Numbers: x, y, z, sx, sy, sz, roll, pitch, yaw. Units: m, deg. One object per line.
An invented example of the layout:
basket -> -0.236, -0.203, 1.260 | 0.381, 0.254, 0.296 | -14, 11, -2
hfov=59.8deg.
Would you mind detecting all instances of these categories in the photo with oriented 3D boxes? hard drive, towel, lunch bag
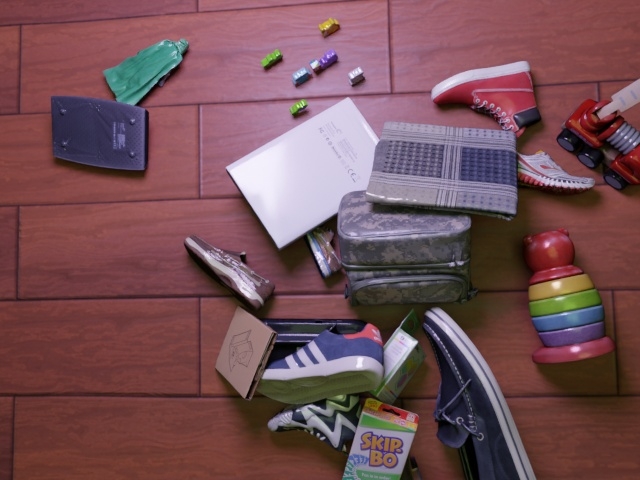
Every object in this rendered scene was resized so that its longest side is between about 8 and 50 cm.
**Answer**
hard drive -> -0.015, -0.164, 1.342 | 0.353, 0.047, 0.233 | -32, 83, -12
towel -> 0.273, -0.161, 1.249 | 0.324, 0.056, 0.312 | 8, 45, 11
hard drive -> -0.557, -0.276, 1.420 | 0.255, 0.054, 0.172 | 9, 108, 8
lunch bag -> 0.196, 0.034, 1.267 | 0.305, 0.212, 0.256 | -3, 125, 6

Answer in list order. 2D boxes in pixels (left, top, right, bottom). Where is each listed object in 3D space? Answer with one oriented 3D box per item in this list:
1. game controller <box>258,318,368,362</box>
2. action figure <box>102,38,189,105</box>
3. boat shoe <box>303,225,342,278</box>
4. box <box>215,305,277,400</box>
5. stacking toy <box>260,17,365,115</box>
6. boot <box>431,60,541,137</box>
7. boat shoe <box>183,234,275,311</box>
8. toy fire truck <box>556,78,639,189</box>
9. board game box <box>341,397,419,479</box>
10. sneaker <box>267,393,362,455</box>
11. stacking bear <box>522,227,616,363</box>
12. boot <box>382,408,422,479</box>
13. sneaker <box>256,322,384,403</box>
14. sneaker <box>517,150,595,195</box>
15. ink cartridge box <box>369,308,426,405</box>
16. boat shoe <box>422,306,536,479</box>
game controller -> -0.028, 0.275, 1.356 | 0.319, 0.067, 0.166 | 0, 100, 6
action figure -> -0.437, -0.447, 1.441 | 0.232, 0.063, 0.137 | -33, 81, 7
boat shoe -> 0.000, 0.000, 1.368 | 0.066, 0.066, 0.183 | -22, 83, -11
box -> -0.180, 0.260, 1.310 | 0.021, 0.201, 0.164 | 23, 89, -33
stacking toy -> -0.017, -0.435, 1.406 | 0.221, 0.052, 0.167 | -29, 82, 5
boot -> 0.398, -0.317, 1.335 | 0.244, 0.088, 0.176 | -11, 86, 2
boat shoe -> -0.221, 0.064, 1.379 | 0.257, 0.095, 0.095 | 41, 67, 8
toy fire truck -> 0.675, -0.246, 1.217 | 0.217, 0.246, 0.158 | 42, 91, 7
board game box -> 0.128, 0.485, 1.249 | 0.124, 0.039, 0.259 | 17, 106, 11
sneaker -> 0.001, 0.448, 1.314 | 0.235, 0.094, 0.153 | -24, 87, 7
stacking bear -> 0.541, 0.118, 1.257 | 0.175, 0.164, 0.289 | -13, 80, 5
boot -> 0.156, 0.490, 1.302 | 0.106, 0.082, 0.219 | -22, 86, 1
sneaker -> -0.008, 0.272, 1.269 | 0.350, 0.131, 0.148 | -14, 42, 29
sneaker -> 0.532, -0.164, 1.307 | 0.225, 0.088, 0.092 | 16, 86, 7
ink cartridge box -> 0.183, 0.271, 1.276 | 0.062, 0.109, 0.209 | 32, 77, 33
boat shoe -> 0.327, 0.391, 1.243 | 0.156, 0.187, 0.500 | -22, 89, -2
